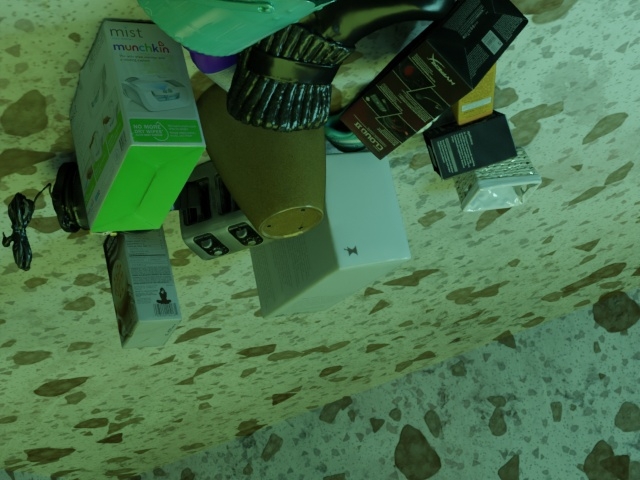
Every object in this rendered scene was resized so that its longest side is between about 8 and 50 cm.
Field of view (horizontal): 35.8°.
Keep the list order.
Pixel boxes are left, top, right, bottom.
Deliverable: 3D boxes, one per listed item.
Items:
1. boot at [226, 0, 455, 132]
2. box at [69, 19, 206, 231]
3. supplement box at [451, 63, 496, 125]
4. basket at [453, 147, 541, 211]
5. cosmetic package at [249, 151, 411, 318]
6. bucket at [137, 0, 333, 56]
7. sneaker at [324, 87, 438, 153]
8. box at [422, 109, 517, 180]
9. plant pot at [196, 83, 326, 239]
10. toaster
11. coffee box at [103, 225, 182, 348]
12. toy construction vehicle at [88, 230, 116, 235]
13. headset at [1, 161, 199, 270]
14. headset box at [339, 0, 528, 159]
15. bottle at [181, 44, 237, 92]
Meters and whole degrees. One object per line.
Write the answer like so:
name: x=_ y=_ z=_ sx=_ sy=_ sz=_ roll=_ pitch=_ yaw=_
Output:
boot: x=0.035 y=-0.295 z=1.503 sx=0.348 sy=0.131 sz=0.260 roll=1 pitch=113 yaw=-13
box: x=-0.301 y=-0.175 z=1.570 sx=0.127 sy=0.231 sz=0.262 roll=-2 pitch=152 yaw=-28
supplement box: x=0.282 y=-0.310 z=1.852 sx=0.080 sy=0.078 sz=0.233 roll=-17 pitch=157 yaw=1
basket: x=0.399 y=-0.140 z=2.267 sx=0.167 sy=0.103 sz=0.113 roll=-8 pitch=155 yaw=-21
cosmetic package: x=0.000 y=0.000 z=2.057 sx=0.162 sy=0.230 sz=0.453 roll=-6 pitch=167 yaw=-23
bucket: x=-0.108 y=-0.375 z=1.223 sx=0.183 sy=0.281 sz=0.281 roll=-25 pitch=156 yaw=38
sneaker: x=0.125 y=-0.246 z=1.866 sx=0.275 sy=0.107 sz=0.110 roll=-29 pitch=145 yaw=26
box: x=0.301 y=-0.196 z=2.012 sx=0.158 sy=0.093 sz=0.156 roll=-18 pitch=-169 yaw=3
plant pot: x=-0.082 y=-0.140 z=1.766 sx=0.237 sy=0.254 sz=0.237 roll=-15 pitch=156 yaw=-7
toaster: x=-0.185 y=-0.072 z=1.963 sx=0.168 sy=0.185 sz=0.110 roll=-15 pitch=155 yaw=16
coffee box: x=-0.374 y=0.084 z=2.069 sx=0.098 sy=0.246 sz=0.141 roll=-2 pitch=151 yaw=-29
toy construction vehicle: x=-0.417 y=-0.049 z=1.986 sx=0.098 sy=0.035 sz=0.085 roll=-6 pitch=134 yaw=-16
headset: x=-0.387 y=-0.050 z=1.768 sx=0.243 sy=0.185 sz=0.394 roll=1 pitch=-176 yaw=35
headset box: x=0.176 y=-0.275 z=1.647 sx=0.218 sy=0.110 sz=0.293 roll=-50 pitch=-172 yaw=-35
bottle: x=-0.146 y=-0.307 z=1.557 sx=0.118 sy=0.092 sz=0.283 roll=-25 pitch=155 yaw=18
